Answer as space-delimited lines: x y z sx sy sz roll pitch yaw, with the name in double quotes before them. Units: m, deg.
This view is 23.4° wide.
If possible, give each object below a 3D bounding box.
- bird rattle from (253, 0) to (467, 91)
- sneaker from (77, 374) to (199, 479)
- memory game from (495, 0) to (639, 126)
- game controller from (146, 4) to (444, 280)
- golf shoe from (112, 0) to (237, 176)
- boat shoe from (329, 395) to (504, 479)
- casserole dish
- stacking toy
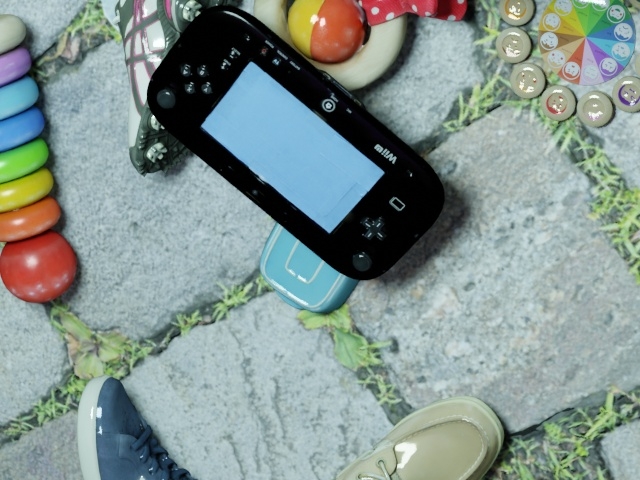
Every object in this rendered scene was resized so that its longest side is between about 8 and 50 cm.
"bird rattle" 0.023 -0.252 1.584 0.254 0.143 0.207 15 122 4
"sneaker" -0.167 0.310 1.803 0.148 0.131 0.350 -14 105 18
"memory game" 0.262 -0.203 1.533 0.186 0.012 0.186 6 107 20
"game controller" -0.025 -0.099 1.579 0.319 0.067 0.166 39 132 -4
"golf shoe" -0.169 -0.207 1.677 0.120 0.105 0.272 28 113 35
"boat shoe" 0.073 0.277 1.700 0.302 0.098 0.109 -35 90 27
"casserole dish" 0.000 0.000 1.686 0.114 0.037 0.188 34 114 10
"stacking toy" -0.360 -0.085 1.771 0.141 0.141 0.330 -8 109 24
